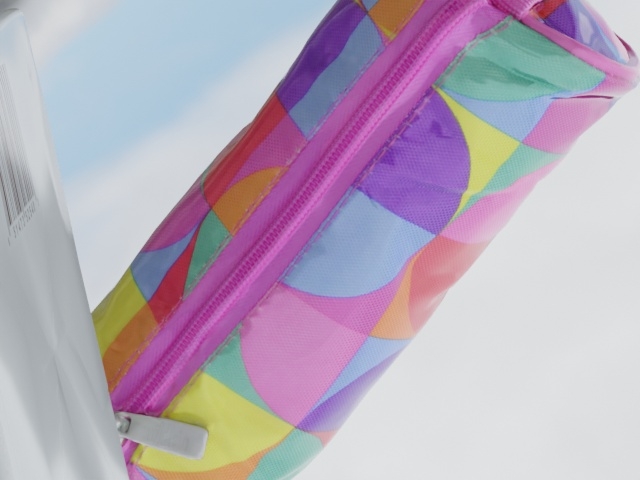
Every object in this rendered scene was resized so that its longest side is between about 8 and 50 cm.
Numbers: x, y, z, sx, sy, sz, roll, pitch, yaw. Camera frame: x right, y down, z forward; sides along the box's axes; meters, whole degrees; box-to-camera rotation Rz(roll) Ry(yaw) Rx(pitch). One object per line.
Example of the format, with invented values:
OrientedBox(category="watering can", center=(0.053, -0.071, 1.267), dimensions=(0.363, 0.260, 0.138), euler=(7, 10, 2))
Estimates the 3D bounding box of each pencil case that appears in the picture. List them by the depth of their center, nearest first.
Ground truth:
OrientedBox(category="pencil case", center=(0.000, 0.000, 0.630), dimensions=(0.236, 0.104, 0.104), euler=(-52, -170, 16))

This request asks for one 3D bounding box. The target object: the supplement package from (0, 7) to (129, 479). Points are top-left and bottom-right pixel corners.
OrientedBox(category="supplement package", center=(-0.173, 0.045, 0.385), dimensions=(0.244, 0.134, 0.139), euler=(-11, -168, 0))
